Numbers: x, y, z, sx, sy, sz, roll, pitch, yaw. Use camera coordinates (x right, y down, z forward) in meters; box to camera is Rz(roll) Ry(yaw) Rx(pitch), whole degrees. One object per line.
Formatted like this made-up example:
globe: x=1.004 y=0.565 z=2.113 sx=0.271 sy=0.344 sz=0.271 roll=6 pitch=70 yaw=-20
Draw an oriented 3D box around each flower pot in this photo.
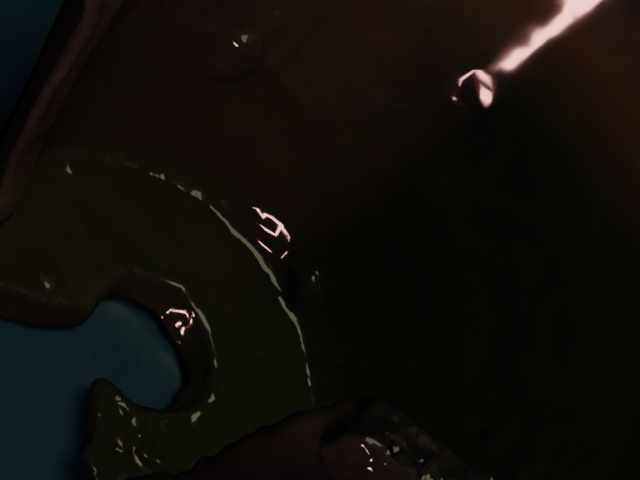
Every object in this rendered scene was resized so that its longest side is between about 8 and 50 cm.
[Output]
flower pot: x=0.000 y=0.000 z=0.779 sx=0.379 sy=0.251 sz=0.379 roll=25 pitch=47 yaw=-30
